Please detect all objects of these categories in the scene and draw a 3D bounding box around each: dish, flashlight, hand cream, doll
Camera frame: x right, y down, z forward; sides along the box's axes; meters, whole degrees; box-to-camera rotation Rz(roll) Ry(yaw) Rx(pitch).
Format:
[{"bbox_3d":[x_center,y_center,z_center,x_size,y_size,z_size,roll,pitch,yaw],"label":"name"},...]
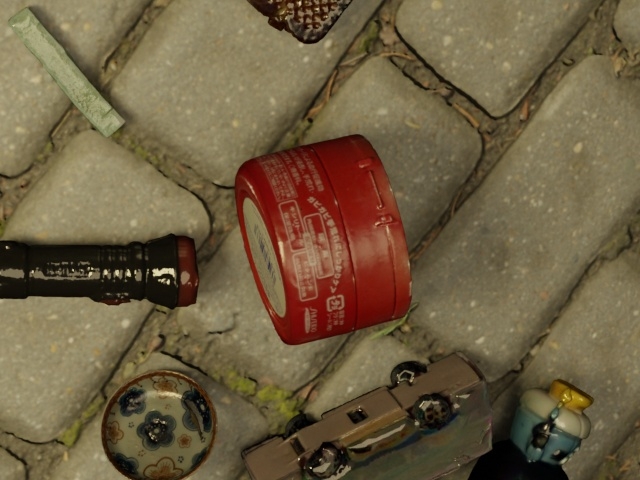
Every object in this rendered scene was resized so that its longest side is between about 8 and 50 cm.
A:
[{"bbox_3d":[-0.190,0.234,1.602,0.141,0.078,0.141,-1,70,2],"label":"dish"},{"bbox_3d":[-0.257,0.037,1.505,0.231,0.093,0.093,-2,108,-13],"label":"flashlight"},{"bbox_3d":[0.000,0.000,1.496,0.149,0.230,0.230,-14,111,-14],"label":"hand cream"},{"bbox_3d":[0.256,0.329,1.713,0.141,0.177,0.314,29,95,16],"label":"doll"}]

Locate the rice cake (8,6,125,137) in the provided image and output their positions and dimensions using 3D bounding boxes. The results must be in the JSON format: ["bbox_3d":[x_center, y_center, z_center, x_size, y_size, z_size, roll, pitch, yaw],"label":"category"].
[{"bbox_3d":[-0.278,-0.183,1.457,0.033,0.029,0.171,-40,113,-5],"label":"rice cake"}]

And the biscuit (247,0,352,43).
[{"bbox_3d":[0.062,-0.392,1.455,0.107,0.073,0.388,36,98,-24],"label":"biscuit"}]

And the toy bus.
[{"bbox_3d":[0.068,0.261,1.667,0.316,0.112,0.138,-22,117,-7],"label":"toy bus"}]
